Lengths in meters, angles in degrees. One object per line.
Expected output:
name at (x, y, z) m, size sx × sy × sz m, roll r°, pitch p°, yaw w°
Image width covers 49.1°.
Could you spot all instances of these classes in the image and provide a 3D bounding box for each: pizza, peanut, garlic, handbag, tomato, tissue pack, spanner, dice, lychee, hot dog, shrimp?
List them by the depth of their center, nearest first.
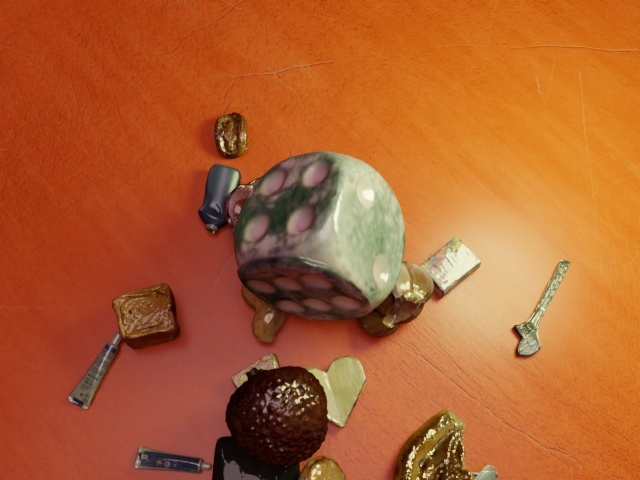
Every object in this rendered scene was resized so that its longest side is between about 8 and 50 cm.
lychee at (-0.099, 0.423, 1.710) m, size 0.261 × 0.260 × 0.260 m, roll 1°, pitch 71°, yaw -2°
shrimp at (-0.006, 0.684, 1.742) m, size 0.152 × 0.063 × 0.287 m, roll 28°, pitch 62°, yaw -29°
handbag at (-0.164, 0.622, 1.766) m, size 0.223 × 0.080 × 0.246 m, roll 3°, pitch 71°, yaw -2°
dice at (0.000, 0.000, 1.789) m, size 0.328 × 0.330 × 0.348 m, roll -8°, pitch 51°, yaw 37°
pizza at (-0.170, 0.377, 1.867) m, size 0.134 × 0.046 × 0.175 m, roll 21°, pitch 71°, yaw 3°
garlic at (0.206, 0.158, 1.903) m, size 0.160 × 0.214 × 0.191 m, roll 7°, pitch 36°, yaw -24°
peanut at (-0.154, 0.166, 1.917) m, size 0.103 × 0.098 × 0.229 m, roll -30°, pitch 68°, yaw 32°
spanner at (0.628, 0.185, 1.973) m, size 0.093 × 0.026 × 0.325 m, roll 32°, pitch 72°, yaw 8°
tissue pack at (0.364, 0.076, 1.982) m, size 0.148 × 0.060 × 0.108 m, roll -38°, pitch 76°, yaw -12°
tomato at (-0.175, -0.072, 1.986) m, size 0.228 × 0.112 × 0.199 m, roll -21°, pitch 90°, yaw -30°
hot dog at (-0.264, -0.318, 2.094) m, size 0.099 × 0.065 × 0.147 m, roll -3°, pitch 73°, yaw 7°

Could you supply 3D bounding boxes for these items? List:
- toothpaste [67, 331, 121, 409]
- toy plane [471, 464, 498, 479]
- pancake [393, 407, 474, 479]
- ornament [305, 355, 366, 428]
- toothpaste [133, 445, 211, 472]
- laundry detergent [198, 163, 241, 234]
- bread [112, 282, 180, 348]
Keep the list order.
toothpaste at (-0.593, 0.342, 1.871) m, size 0.062 × 0.037 × 0.216 m, roll 27°, pitch 76°, yaw 7°
toy plane at (0.353, 0.677, 1.756) m, size 0.327 × 0.104 × 0.222 m, roll 0°, pitch 70°, yaw 2°
pancake at (0.314, 0.562, 1.760) m, size 0.266 × 0.057 × 0.244 m, roll -37°, pitch 46°, yaw -20°
ornament at (0.030, 0.411, 1.861) m, size 0.201 × 0.059 × 0.180 m, roll -16°, pitch 73°, yaw -4°
toothpaste at (-0.378, 0.569, 1.801) m, size 0.197 × 0.034 × 0.057 m, roll 7°, pitch 62°, yaw 3°
laundry detergent at (-0.295, -0.115, 2.026) m, size 0.097 × 0.061 × 0.206 m, roll 13°, pitch 72°, yaw -6°
bread at (-0.459, 0.204, 1.869) m, size 0.158 × 0.143 × 0.149 m, roll -18°, pitch 73°, yaw -12°
